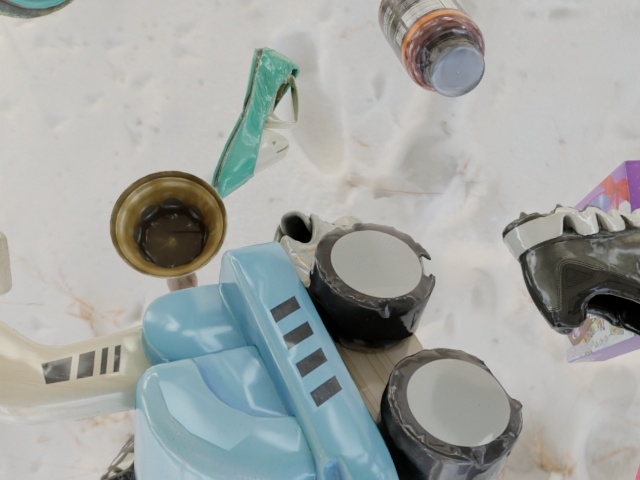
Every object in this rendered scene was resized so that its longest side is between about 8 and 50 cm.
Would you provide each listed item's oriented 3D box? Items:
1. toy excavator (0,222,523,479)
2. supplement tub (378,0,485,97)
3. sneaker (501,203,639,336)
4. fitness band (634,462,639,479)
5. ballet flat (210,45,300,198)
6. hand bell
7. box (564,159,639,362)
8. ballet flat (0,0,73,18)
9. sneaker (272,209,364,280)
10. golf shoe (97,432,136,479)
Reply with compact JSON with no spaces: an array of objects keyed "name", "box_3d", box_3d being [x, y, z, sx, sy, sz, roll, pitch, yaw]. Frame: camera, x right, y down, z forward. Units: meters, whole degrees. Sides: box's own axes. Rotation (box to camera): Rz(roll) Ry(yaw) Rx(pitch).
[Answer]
[{"name":"toy excavator","box_3d":[-0.126,0.121,0.754,0.433,0.445,0.222,60,149,36]},{"name":"supplement tub","box_3d":[0.145,-0.257,1.141,0.106,0.106,0.198,-38,36,16]},{"name":"sneaker","box_3d":[0.256,0.022,0.655,0.234,0.078,0.106,-7,68,-8]},{"name":"fitness band","box_3d":[0.541,0.366,1.281,0.054,0.209,0.291,13,97,-20]},{"name":"ballet flat","box_3d":[-0.076,-0.157,1.205,0.087,0.083,0.247,15,62,-3]},{"name":"hand bell","box_3d":[-0.170,0.027,1.064,0.126,0.242,0.126,1,67,-3]},{"name":"box","box_3d":[0.370,0.039,1.130,0.057,0.293,0.201,-2,76,-2]},{"name":"ballet flat","box_3d":[-0.254,-0.224,0.407,0.123,0.348,0.123,-17,59,31]},{"name":"sneaker","box_3d":[0.000,0.000,1.216,0.099,0.262,0.121,-23,103,23]},{"name":"golf shoe","box_3d":[-0.223,0.285,1.082,0.198,0.094,0.077,-44,102,-1]}]
